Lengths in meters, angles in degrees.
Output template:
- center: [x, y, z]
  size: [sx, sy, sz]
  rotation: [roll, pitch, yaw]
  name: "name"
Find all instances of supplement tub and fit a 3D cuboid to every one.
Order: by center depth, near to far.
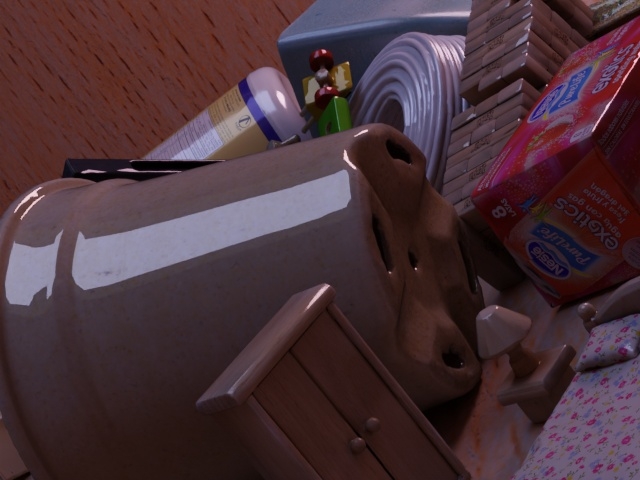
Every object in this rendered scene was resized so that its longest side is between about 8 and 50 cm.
- center: [-0.126, -0.044, 1.777]
  size: [0.331, 0.241, 0.241]
  rotation: [-37, 12, 9]
  name: "supplement tub"

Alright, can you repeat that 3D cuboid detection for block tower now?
- center: [0.186, -0.120, 1.245]
  size: [0.097, 0.091, 0.335]
  rotation: [-30, 36, 42]
  name: "block tower"

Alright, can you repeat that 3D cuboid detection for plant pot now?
- center: [-0.046, 0.059, 1.086]
  size: [0.305, 0.334, 0.334]
  rotation: [-20, 19, 24]
  name: "plant pot"
- center: [0.141, -0.200, 1.612]
  size: [0.252, 0.247, 0.248]
  rotation: [-8, 27, 30]
  name: "plant pot"

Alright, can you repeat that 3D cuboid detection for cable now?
- center: [0.092, -0.094, 1.409]
  size: [0.257, 0.089, 0.257]
  rotation: [-178, 99, -67]
  name: "cable"

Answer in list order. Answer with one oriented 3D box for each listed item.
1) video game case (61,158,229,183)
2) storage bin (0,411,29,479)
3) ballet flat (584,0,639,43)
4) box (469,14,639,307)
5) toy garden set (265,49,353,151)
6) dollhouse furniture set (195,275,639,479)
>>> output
- center: [-0.165, 0.038, 1.390]
  size: [0.035, 0.248, 0.275]
  rotation: [54, 135, 45]
  name: "video game case"
- center: [-0.473, 0.193, 1.903]
  size: [0.123, 0.260, 0.262]
  rotation: [-24, 6, -23]
  name: "storage bin"
- center: [0.320, -0.187, 1.325]
  size: [0.348, 0.123, 0.123]
  rotation: [-25, 18, 42]
  name: "ballet flat"
- center: [0.245, -0.078, 1.097]
  size: [0.128, 0.122, 0.257]
  rotation: [-28, 16, 44]
  name: "box"
- center: [-0.013, -0.067, 1.471]
  size: [0.244, 0.049, 0.204]
  rotation: [124, 148, -44]
  name: "toy garden set"
- center: [0.094, 0.101, 0.760]
  size: [0.355, 0.174, 0.303]
  rotation: [-24, 19, 50]
  name: "dollhouse furniture set"
